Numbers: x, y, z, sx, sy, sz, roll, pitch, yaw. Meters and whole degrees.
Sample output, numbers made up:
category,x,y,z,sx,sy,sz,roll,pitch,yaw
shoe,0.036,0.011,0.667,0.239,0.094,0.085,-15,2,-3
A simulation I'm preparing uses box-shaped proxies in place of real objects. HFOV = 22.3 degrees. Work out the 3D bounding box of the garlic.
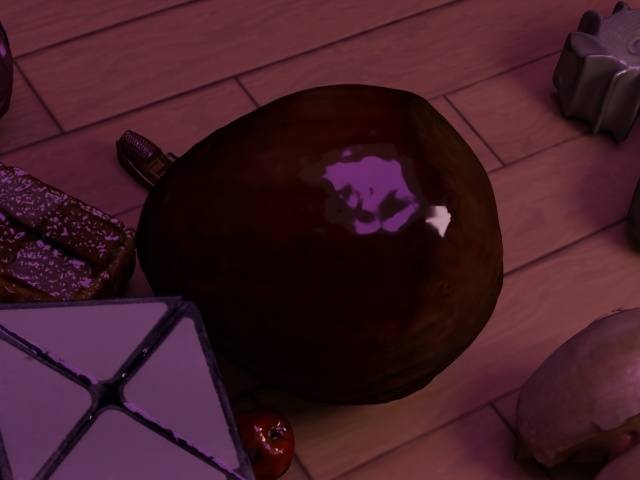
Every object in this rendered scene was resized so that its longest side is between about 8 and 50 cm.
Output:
category,x,y,z,sx,sy,sz,roll,pitch,yaw
garlic,0.396,0.215,1.820,0.313,0.249,0.286,2,74,-26

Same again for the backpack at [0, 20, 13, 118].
category,x,y,z,sx,sy,sz,roll,pitch,yaw
backpack,-0.521,-0.211,1.919,0.317,0.197,0.283,-18,57,-28

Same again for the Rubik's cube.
category,x,y,z,sx,sy,sz,roll,pitch,yaw
Rubik's cube,-0.239,0.225,1.588,0.255,0.259,0.260,0,47,-27

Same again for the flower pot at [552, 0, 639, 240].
category,x,y,z,sx,sy,sz,roll,pitch,yaw
flower pot,0.484,-0.161,2.165,0.254,0.164,0.367,-12,55,-16

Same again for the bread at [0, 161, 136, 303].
category,x,y,z,sx,sy,sz,roll,pitch,yaw
bread,-0.332,0.021,1.848,0.222,0.096,0.181,26,50,4

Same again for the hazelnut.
category,x,y,z,sx,sy,sz,roll,pitch,yaw
hazelnut,0.000,0.000,1.765,0.421,0.353,0.421,9,7,-1

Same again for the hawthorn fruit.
category,x,y,z,sx,sy,sz,roll,pitch,yaw
hawthorn fruit,-0.068,0.221,1.760,0.093,0.093,0.093,7,51,-9

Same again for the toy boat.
category,x,y,z,sx,sy,sz,roll,pitch,yaw
toy boat,-0.191,-0.083,1.999,0.149,0.049,0.047,34,51,13
